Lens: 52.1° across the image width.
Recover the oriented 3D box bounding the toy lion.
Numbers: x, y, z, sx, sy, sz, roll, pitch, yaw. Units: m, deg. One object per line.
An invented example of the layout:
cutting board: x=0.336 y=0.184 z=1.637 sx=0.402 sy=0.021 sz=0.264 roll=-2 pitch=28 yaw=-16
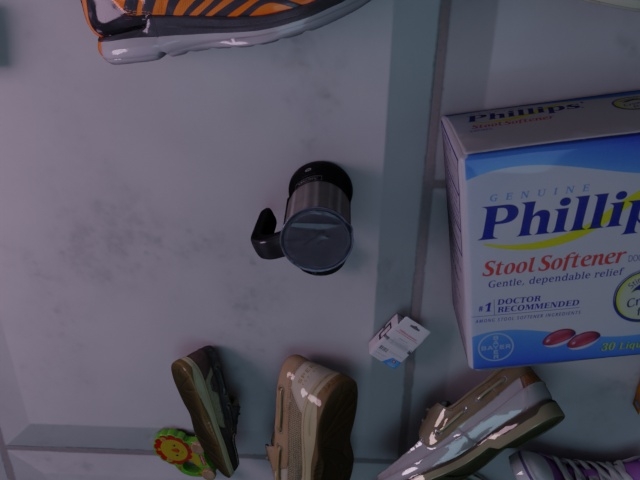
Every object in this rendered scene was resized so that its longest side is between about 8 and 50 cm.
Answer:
toy lion: x=-0.222 y=0.347 z=1.068 sx=0.096 sy=0.034 sz=0.100 roll=-6 pitch=119 yaw=14

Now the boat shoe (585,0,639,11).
boat shoe: x=0.199 y=-0.327 z=0.591 sx=0.499 sy=0.187 sz=0.156 roll=17 pitch=124 yaw=-1

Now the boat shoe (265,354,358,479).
boat shoe: x=-0.021 y=0.325 z=1.011 sx=0.110 sy=0.121 sz=0.341 roll=25 pitch=121 yaw=31

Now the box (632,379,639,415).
box: x=0.515 y=0.211 z=0.963 sx=0.081 sy=0.028 sz=0.136 roll=1 pitch=121 yaw=2

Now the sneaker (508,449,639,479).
sneaker: x=0.426 y=0.367 z=1.019 sx=0.282 sy=0.102 sz=0.161 roll=33 pitch=112 yaw=-27

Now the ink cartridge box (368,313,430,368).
ink cartridge box: x=0.113 y=0.139 z=0.937 sx=0.048 sy=0.028 sz=0.083 roll=33 pitch=115 yaw=-15

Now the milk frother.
milk frother: x=0.000 y=0.000 z=0.805 sx=0.129 sy=0.135 sz=0.143 roll=-35 pitch=112 yaw=20

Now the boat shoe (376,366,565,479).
boat shoe: x=0.204 y=0.289 z=0.974 sx=0.302 sy=0.103 sz=0.113 roll=-34 pitch=147 yaw=14

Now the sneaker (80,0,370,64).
sneaker: x=-0.104 y=-0.292 z=0.653 sx=0.321 sy=0.125 sz=0.180 roll=-9 pitch=119 yaw=7

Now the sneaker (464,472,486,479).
sneaker: x=0.241 y=0.490 z=1.082 sx=0.169 sy=0.108 sz=0.292 roll=-30 pitch=113 yaw=21

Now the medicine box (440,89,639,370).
medicine box: x=0.291 y=-0.011 z=0.779 sx=0.263 sy=0.149 sz=0.289 roll=-7 pitch=119 yaw=6

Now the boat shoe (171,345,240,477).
boat shoe: x=-0.155 y=0.259 z=0.987 sx=0.073 sy=0.080 sz=0.224 roll=-32 pitch=120 yaw=-31
